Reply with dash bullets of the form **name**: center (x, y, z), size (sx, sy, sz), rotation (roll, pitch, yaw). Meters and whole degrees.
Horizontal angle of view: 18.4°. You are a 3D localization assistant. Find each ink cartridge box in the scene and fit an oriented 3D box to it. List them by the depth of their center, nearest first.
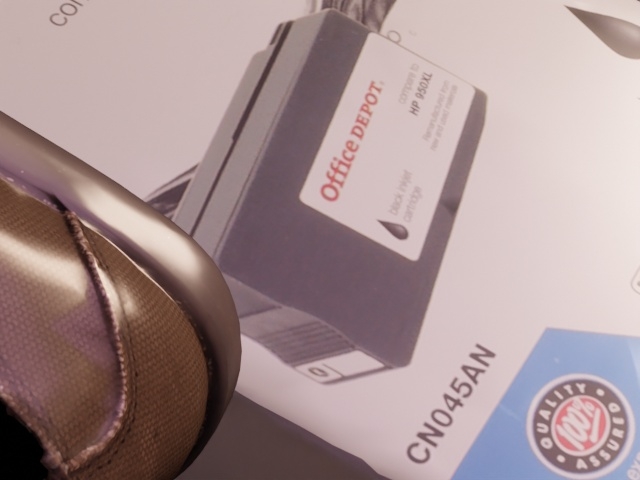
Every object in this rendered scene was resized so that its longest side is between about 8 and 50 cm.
- **ink cartridge box**: center (0.000, 0.000, 0.826), size (0.395, 0.166, 0.285), rotation (29, 52, 10)

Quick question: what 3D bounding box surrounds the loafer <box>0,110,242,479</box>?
- **loafer**: center (-0.190, -0.018, 0.540), size (0.366, 0.133, 0.130), rotation (26, 27, -8)
